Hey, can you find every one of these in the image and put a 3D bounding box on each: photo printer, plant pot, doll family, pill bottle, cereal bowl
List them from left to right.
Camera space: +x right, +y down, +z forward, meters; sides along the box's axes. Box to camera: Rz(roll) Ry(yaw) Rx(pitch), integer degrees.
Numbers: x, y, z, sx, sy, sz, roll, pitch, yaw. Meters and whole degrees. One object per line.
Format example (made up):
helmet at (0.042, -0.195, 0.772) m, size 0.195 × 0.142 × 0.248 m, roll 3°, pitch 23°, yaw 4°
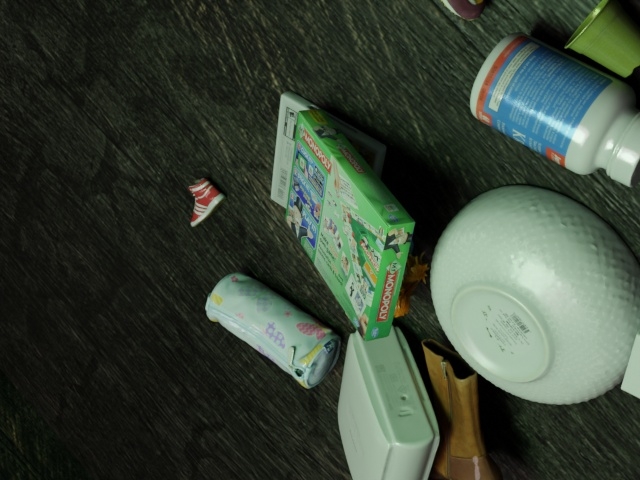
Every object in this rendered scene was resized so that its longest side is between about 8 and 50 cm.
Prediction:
photo printer at (0.108, 0.331, 1.715) m, size 0.307 × 0.107 × 0.256 m, roll 96°, pitch 161°, yaw -48°
doll family at (0.107, 0.026, 1.559) m, size 0.163 × 0.119 × 0.262 m, roll -118°, pitch 30°, yaw -42°
cereal bowl at (0.290, 0.099, 1.411) m, size 0.339 × 0.141 × 0.338 m, roll 28°, pitch 136°, yaw 31°
pill bottle at (0.306, -0.157, 1.207) m, size 0.222 × 0.124 × 0.124 m, roll 34°, pitch 138°, yaw 25°
plant pot at (0.345, -0.234, 1.154) m, size 0.079 × 0.083 × 0.083 m, roll 40°, pitch 142°, yaw -1°

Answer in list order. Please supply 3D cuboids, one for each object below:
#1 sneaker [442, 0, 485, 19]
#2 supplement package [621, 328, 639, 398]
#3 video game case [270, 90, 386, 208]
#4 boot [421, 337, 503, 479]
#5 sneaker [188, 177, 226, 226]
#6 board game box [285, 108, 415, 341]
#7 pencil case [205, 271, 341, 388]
sneaker at (0.182, -0.366, 1.222) m, size 0.084 × 0.070 × 0.185 m, roll 6°, pitch 123°, yaw 50°
supplement package at (0.501, 0.170, 1.271) m, size 0.179 × 0.105 × 0.105 m, roll 28°, pitch 136°, yaw 29°
video game case at (0.008, -0.111, 1.638) m, size 0.206 × 0.026 × 0.226 m, roll 33°, pitch 137°, yaw 25°
boot at (0.201, 0.297, 1.654) m, size 0.264 × 0.096 × 0.280 m, roll -138°, pitch 29°, yaw -67°
sneaker at (-0.233, -0.077, 1.902) m, size 0.067 × 0.042 × 0.118 m, roll 49°, pitch 135°, yaw 0°
board game box at (0.034, -0.030, 1.493) m, size 0.317 × 0.046 × 0.213 m, roll -124°, pitch 34°, yaw -45°
pencil case at (-0.091, 0.170, 1.878) m, size 0.273 × 0.124 × 0.113 m, roll 33°, pitch 138°, yaw 26°
